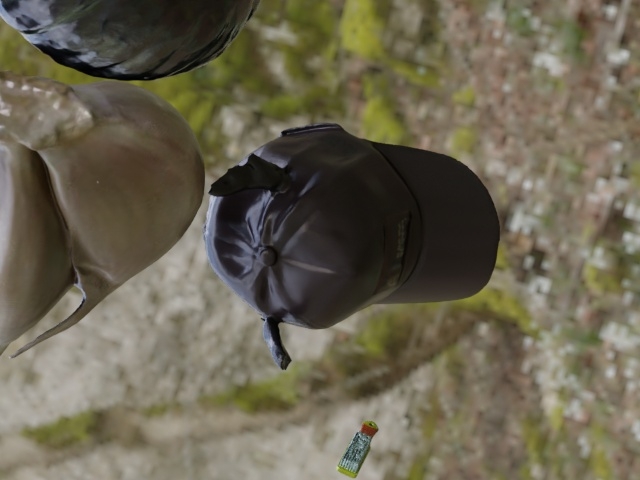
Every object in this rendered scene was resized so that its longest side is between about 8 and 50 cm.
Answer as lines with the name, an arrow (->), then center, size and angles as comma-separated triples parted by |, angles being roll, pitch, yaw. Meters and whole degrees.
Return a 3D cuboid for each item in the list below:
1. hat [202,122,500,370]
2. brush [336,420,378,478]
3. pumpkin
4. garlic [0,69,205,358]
hat -> 0.017, 0.011, 1.997 | 0.209, 0.336, 0.238 | -60, -25, -65
brush -> 0.035, 0.168, 1.558 | 0.083, 0.019, 0.021 | -53, -15, -61
pumpkin -> -0.152, -0.296, 1.692 | 0.296, 0.296, 0.295 | -47, -34, -46
garlic -> -0.246, -0.013, 1.893 | 0.246, 0.231, 0.340 | -79, 3, -69
